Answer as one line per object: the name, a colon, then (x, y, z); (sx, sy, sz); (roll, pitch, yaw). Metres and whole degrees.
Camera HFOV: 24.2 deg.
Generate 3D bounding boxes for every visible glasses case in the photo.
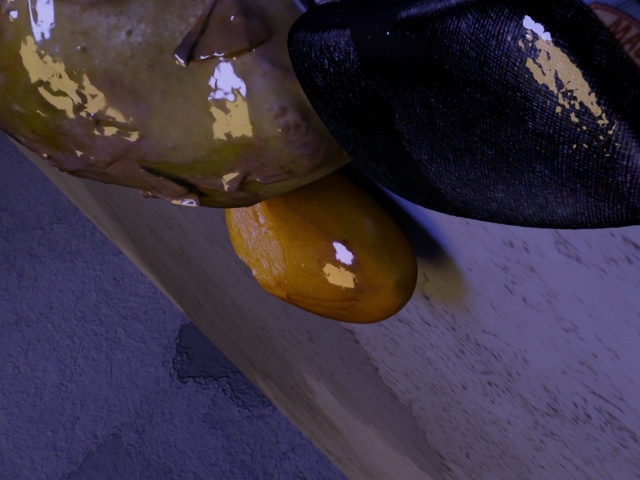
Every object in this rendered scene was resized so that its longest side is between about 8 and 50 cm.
glasses case: (0.069, -0.071, 0.713); (0.122, 0.082, 0.321); (51, 167, -16)

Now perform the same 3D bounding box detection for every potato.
potato: (-0.121, -0.114, 1.035); (0.300, 0.196, 0.246); (44, 169, 16)

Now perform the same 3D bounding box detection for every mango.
mango: (0.006, -0.003, 1.152); (0.217, 0.102, 0.141); (31, 143, 58)
